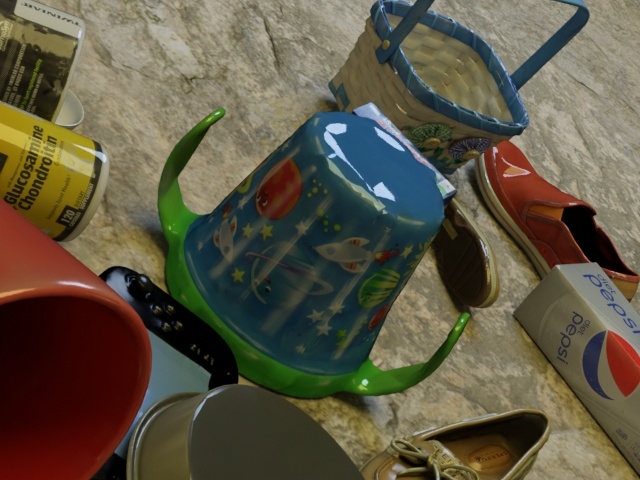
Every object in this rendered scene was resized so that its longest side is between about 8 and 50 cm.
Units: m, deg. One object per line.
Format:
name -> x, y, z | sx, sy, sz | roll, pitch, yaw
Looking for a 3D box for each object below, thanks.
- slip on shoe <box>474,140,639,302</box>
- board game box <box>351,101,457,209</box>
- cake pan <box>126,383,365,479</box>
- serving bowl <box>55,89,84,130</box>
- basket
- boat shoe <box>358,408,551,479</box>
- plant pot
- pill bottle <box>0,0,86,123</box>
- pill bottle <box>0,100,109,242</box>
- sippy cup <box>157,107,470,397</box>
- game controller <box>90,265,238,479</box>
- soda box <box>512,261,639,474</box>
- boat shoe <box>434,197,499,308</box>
slip on shoe -> 0.311, -0.025, 2.187 | 0.123, 0.101, 0.331 | 8, 40, -41
board game box -> 0.046, -0.030, 1.784 | 0.136, 0.201, 0.035 | 48, 44, 15
cake pan -> -0.036, 0.241, 1.396 | 0.293, 0.054, 0.293 | 38, 29, -26
serving bowl -> -0.288, -0.139, 1.735 | 0.083, 0.027, 0.083 | 29, 31, -19
basket -> 0.175, -0.225, 2.117 | 0.255, 0.289, 0.201 | 10, 40, -39
boat shoe -> 0.128, 0.220, 1.637 | 0.104, 0.089, 0.285 | 49, 31, 16
plant pot -> -0.299, 0.063, 1.220 | 0.275, 0.275, 0.243 | 1, 37, -48
pill bottle -> -0.360, -0.194, 1.608 | 0.246, 0.130, 0.130 | 20, 33, -15
pill bottle -> -0.297, -0.075, 1.554 | 0.184, 0.103, 0.103 | 23, 33, -26
sippy cup -> 0.000, 0.000, 1.667 | 0.305, 0.224, 0.240 | 22, 33, -29
game controller -> -0.150, 0.149, 1.445 | 0.166, 0.067, 0.319 | 30, 30, -15
soda box -> 0.361, 0.159, 1.991 | 0.098, 0.091, 0.286 | -2, 48, -49
boat shoe -> 0.185, 0.017, 2.024 | 0.072, 0.068, 0.190 | 32, 27, -36
